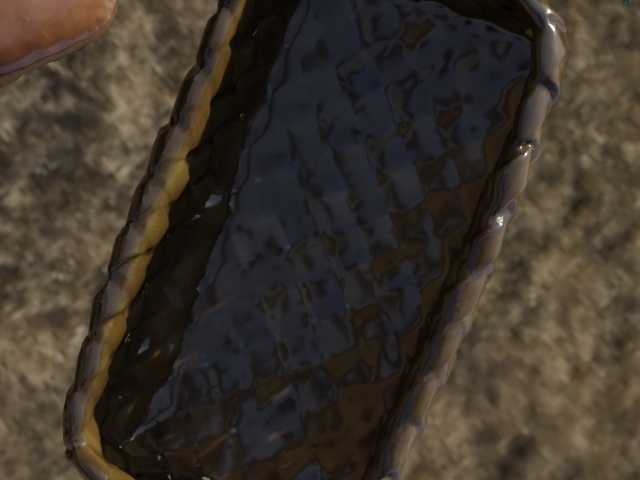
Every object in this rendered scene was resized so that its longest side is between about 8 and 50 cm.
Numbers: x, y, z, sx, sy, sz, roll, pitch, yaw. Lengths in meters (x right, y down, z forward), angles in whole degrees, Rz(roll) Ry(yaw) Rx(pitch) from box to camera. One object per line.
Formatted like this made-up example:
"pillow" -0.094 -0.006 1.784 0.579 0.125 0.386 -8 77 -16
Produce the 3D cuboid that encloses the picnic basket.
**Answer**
"picnic basket" 0.000 0.000 0.528 0.193 0.110 0.055 -67 165 6

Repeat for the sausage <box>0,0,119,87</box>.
"sausage" -0.182 -0.054 0.441 0.304 0.078 0.078 -19 141 -41

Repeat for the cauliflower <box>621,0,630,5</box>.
"cauliflower" 0.130 -0.242 0.691 0.260 0.327 0.281 -59 177 -1
